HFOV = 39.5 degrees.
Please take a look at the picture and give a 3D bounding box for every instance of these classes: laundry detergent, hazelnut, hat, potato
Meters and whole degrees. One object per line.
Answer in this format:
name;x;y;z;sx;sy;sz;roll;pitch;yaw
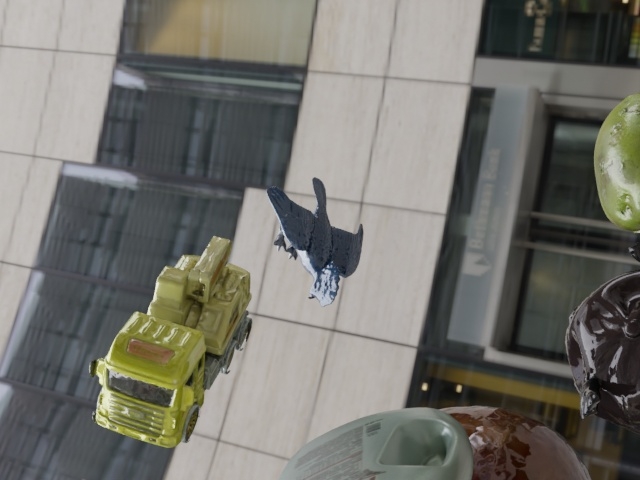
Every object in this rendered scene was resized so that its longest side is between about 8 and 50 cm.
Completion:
laundry detergent;0.060;0.314;1.020;0.398;0.264;0.124;-52;-61;-84
hazelnut;0.217;0.450;1.394;0.421;0.421;0.352;-13;-86;-65
hat;0.435;0.157;1.075;0.238;0.336;0.209;-52;-31;8
potato;0.493;-0.122;1.369;0.186;0.149;0.253;62;-151;-23

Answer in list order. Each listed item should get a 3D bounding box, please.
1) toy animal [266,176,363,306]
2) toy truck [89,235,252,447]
toy animal;0.000;0.000;1.642;0.239;0.176;0.255;25;-109;-44
toy truck;-0.170;0.110;1.095;0.272;0.124;0.157;-61;-16;-55
